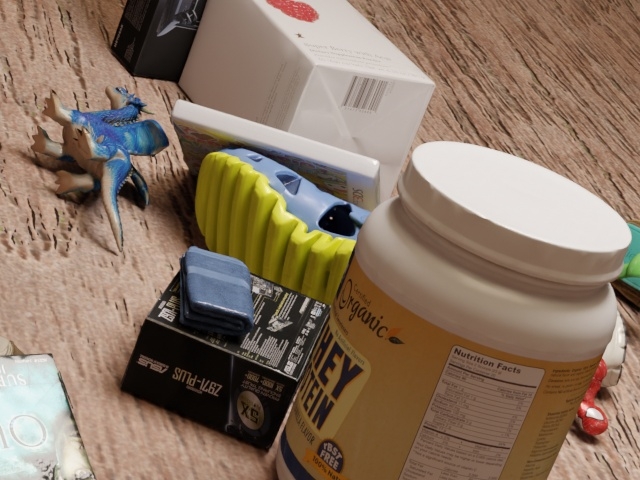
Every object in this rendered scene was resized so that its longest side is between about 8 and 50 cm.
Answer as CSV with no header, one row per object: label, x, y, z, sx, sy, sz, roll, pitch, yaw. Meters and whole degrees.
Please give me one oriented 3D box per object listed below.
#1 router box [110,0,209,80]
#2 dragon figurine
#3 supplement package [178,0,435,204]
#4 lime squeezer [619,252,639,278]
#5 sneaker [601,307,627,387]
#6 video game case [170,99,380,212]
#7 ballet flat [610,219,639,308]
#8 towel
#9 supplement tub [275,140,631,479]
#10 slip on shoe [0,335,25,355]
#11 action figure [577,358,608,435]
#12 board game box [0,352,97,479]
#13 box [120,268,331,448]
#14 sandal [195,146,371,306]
router box,-0.105,-0.349,2.405,0.243,0.309,0.081,6,28,-36
dragon figurine,-0.216,-0.090,2.012,0.144,0.085,0.289,5,26,-35
supplement package,-0.024,-0.193,2.301,0.177,0.175,0.293,6,27,-32
lime squeezer,0.389,0.080,2.143,0.310,0.110,0.059,41,12,37
sneaker,0.253,0.063,2.086,0.110,0.107,0.275,5,26,-15
video game case,-0.045,-0.079,2.047,0.227,0.026,0.206,18,-14,7
ballet flat,0.470,0.092,2.234,0.124,0.116,0.342,28,9,-45
towel,-0.094,0.047,1.682,0.067,0.029,0.119,16,22,-12
supplement tub,0.112,0.098,1.574,0.228,0.316,0.228,18,21,-7
slip on shoe,-0.265,0.122,1.542,0.041,0.051,0.135,30,14,-12
action figure,0.196,0.085,1.907,0.280,0.091,0.139,56,27,11
board game box,-0.268,0.149,1.434,0.186,0.026,0.126,-1,58,-42
box,-0.083,0.097,1.720,0.147,0.077,0.180,23,22,1
sandal,0.000,0.000,1.928,0.317,0.126,0.138,36,36,30
